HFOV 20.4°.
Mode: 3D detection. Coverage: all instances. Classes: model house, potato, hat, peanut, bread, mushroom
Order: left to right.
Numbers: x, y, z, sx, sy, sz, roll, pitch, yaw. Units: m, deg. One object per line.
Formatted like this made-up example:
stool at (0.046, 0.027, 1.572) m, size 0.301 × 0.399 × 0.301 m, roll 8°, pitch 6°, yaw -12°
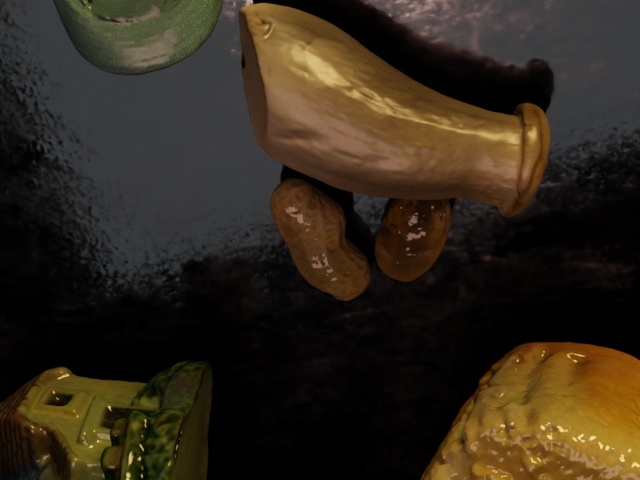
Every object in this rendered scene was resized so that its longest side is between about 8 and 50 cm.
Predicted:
model house at (-0.195, 0.201, 1.415) m, size 0.189 × 0.214 × 0.195 m, roll 6°, pitch 121°, yaw 7°
hat at (-0.136, -0.214, 1.263) m, size 0.138 × 0.078 × 0.191 m, roll -8°, pitch 98°, yaw 4°
peanut at (0.000, 0.000, 1.367) m, size 0.054 × 0.054 × 0.113 m, roll -23°, pitch 115°, yaw 20°
mushroom at (0.042, -0.084, 1.291) m, size 0.247 × 0.108 × 0.096 m, roll 21°, pitch 160°, yaw 0°
potato at (0.071, -0.005, 1.357) m, size 0.051 × 0.040 × 0.083 m, roll 22°, pitch 118°, yaw 3°
bread at (0.175, 0.165, 1.350) m, size 0.262 × 0.204 × 0.163 m, roll -14°, pitch 103°, yaw 20°
